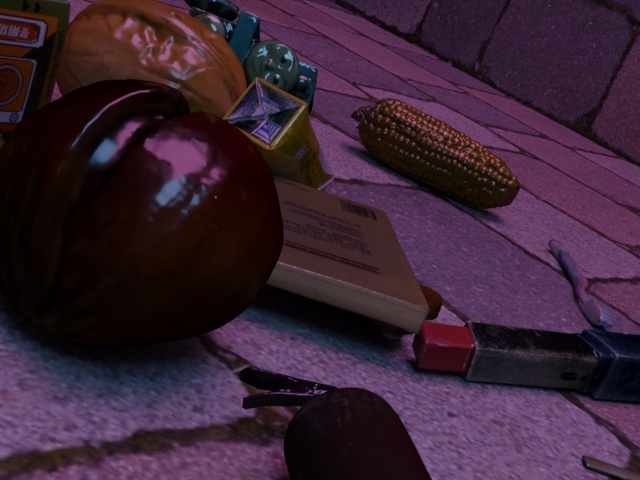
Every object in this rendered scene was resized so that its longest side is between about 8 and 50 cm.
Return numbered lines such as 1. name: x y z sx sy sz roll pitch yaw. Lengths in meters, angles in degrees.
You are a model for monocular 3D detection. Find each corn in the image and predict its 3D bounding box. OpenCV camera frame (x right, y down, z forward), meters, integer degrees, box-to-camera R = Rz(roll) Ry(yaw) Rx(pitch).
1. corn: 0.161 -0.124 1.362 0.261 0.097 0.097 29 19 11

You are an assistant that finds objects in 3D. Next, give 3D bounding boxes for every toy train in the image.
1. toy train: -0.093 -0.214 1.187 0.194 0.120 0.298 22 2 -4

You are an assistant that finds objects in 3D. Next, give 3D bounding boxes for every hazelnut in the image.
1. hazelnut: -0.127 -0.011 0.616 0.204 0.178 0.178 26 18 22

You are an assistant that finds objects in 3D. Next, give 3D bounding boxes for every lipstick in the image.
1. lipstick: 0.199 0.104 0.847 0.312 0.051 0.051 9 25 -32

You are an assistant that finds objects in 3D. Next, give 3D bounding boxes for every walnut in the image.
1. walnut: -0.173 -0.165 0.980 0.206 0.159 0.159 31 19 5

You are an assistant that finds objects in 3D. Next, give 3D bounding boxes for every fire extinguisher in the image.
1. fire extinguisher: 0.020 0.142 0.488 0.089 0.072 0.268 4 24 -17

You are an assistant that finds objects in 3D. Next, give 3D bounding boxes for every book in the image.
1. book: 0.000 0.000 0.831 0.161 0.026 0.231 18 18 -11

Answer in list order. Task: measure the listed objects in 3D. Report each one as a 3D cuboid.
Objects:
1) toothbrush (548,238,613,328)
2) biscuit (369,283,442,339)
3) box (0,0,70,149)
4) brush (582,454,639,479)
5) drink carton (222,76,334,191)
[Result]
1. toothbrush: 0.317 0.048 1.188 0.027 0.021 0.269 34 17 -10
2. biscuit: 0.007 0.025 0.857 0.205 0.031 0.138 30 19 17
3. box: -0.299 -0.111 0.629 0.148 0.178 0.195 34 21 27
4. brush: 0.241 0.181 0.742 0.083 0.013 0.016 20 21 -7
5. drink carton: -0.035 -0.080 0.991 0.084 0.074 0.200 29 -16 23
